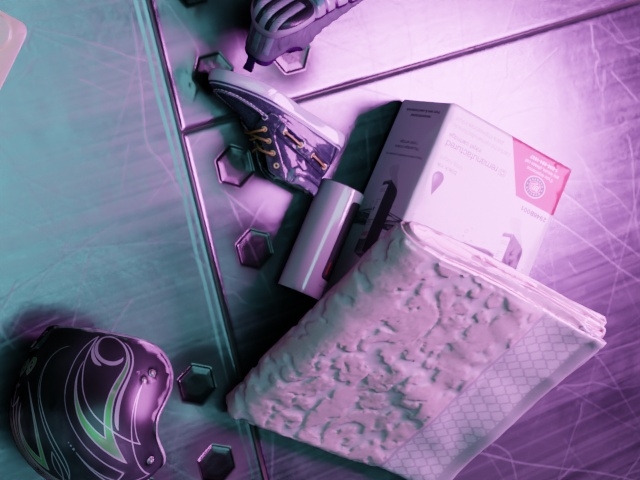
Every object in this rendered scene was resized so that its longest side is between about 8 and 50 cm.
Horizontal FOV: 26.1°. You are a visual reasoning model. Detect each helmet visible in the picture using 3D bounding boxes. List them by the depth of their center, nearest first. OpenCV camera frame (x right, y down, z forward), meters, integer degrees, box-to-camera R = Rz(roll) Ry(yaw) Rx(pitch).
[{"bbox_3d":[-0.237,0.182,1.429,0.169,0.169,0.161,19,71,-29],"label":"helmet"}]

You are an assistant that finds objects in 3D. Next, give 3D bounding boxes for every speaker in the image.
[{"bbox_3d":[0.000,0.000,1.592,0.055,0.055,0.136,26,84,-28],"label":"speaker"}]

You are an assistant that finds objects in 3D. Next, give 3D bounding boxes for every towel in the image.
[{"bbox_3d":[0.110,0.144,1.561,0.317,0.053,0.332,26,124,-28],"label":"towel"}]

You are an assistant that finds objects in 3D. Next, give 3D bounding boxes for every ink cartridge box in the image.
[{"bbox_3d":[0.147,-0.003,1.635,0.197,0.114,0.272,25,86,-28],"label":"ink cartridge box"}]

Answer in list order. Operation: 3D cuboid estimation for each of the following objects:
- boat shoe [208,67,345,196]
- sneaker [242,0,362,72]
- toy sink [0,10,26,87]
[{"bbox_3d":[-0.058,-0.119,1.539,0.183,0.065,0.083,28,81,-29],"label":"boat shoe"},{"bbox_3d":[-0.009,-0.268,1.556,0.083,0.098,0.224,45,51,13],"label":"sneaker"},{"bbox_3d":[-0.370,-0.160,1.273,0.131,0.234,0.152,27,83,-28],"label":"toy sink"}]
